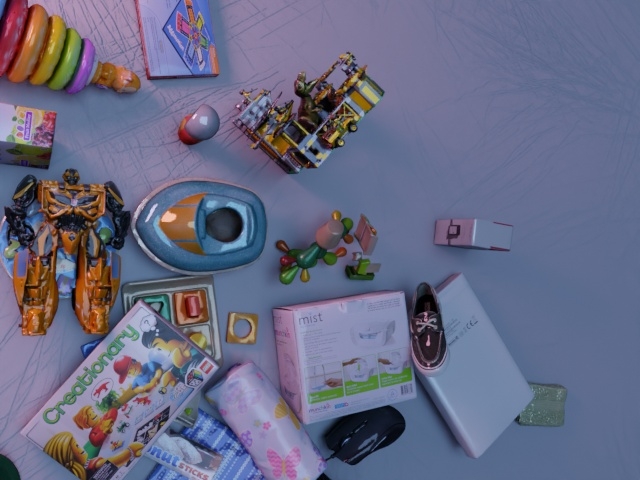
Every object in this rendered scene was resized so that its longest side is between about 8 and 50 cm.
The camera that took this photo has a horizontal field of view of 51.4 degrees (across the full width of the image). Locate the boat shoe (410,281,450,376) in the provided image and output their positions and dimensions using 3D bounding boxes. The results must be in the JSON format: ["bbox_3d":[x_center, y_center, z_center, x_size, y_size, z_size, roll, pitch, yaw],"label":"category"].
[{"bbox_3d":[0.220,0.181,1.386,0.078,0.219,0.070,-12,130,13],"label":"boat shoe"}]

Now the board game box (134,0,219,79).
[{"bbox_3d":[-0.295,-0.466,1.331,0.145,0.027,0.281,-9,90,-23],"label":"board game box"}]

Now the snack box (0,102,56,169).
[{"bbox_3d":[-0.559,-0.179,1.113,0.207,0.174,0.070,7,80,-23],"label":"snack box"}]

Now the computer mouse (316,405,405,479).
[{"bbox_3d":[0.089,0.431,1.365,0.262,0.184,0.060,-19,134,-24],"label":"computer mouse"}]

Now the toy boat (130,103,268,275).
[{"bbox_3d":[-0.228,-0.092,1.270,0.268,0.148,0.318,-5,89,-24],"label":"toy boat"}]

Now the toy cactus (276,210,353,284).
[{"bbox_3d":[0.000,0.000,1.359,0.219,0.180,0.112,-29,78,-28],"label":"toy cactus"}]

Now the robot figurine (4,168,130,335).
[{"bbox_3d":[-0.437,0.019,1.160,0.211,0.085,0.290,2,90,-28],"label":"robot figurine"}]

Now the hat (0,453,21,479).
[{"bbox_3d":[-0.649,0.445,1.116,0.208,0.184,0.172,-17,104,-66],"label":"hat"}]

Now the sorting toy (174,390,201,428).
[{"bbox_3d":[-0.269,0.311,1.287,0.083,0.045,0.075,35,65,-16],"label":"sorting toy"}]

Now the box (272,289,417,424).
[{"bbox_3d":[0.051,0.234,1.386,0.262,0.127,0.231,-8,89,-25],"label":"box"}]

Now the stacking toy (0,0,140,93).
[{"bbox_3d":[-0.467,-0.329,1.196,0.302,0.175,0.165,18,79,-36],"label":"stacking toy"}]

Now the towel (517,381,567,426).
[{"bbox_3d":[0.552,0.410,1.655,0.148,0.027,0.110,10,83,-23],"label":"towel"}]

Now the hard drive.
[{"bbox_3d":[0.333,0.284,1.534,0.233,0.047,0.353,-35,97,-28],"label":"hard drive"}]

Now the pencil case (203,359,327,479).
[{"bbox_3d":[-0.108,0.365,1.281,0.124,0.113,0.273,-39,85,10],"label":"pencil case"}]

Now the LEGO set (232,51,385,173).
[{"bbox_3d":[-0.045,-0.267,1.294,0.192,0.331,0.255,42,92,-14],"label":"LEGO set"}]

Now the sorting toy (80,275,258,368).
[{"bbox_3d":[-0.280,0.168,1.285,0.348,0.047,0.195,-6,89,-25],"label":"sorting toy"}]

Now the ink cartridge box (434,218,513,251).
[{"bbox_3d":[0.348,-0.013,1.524,0.109,0.150,0.063,8,87,-24],"label":"ink cartridge box"}]

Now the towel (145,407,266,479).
[{"bbox_3d":[-0.174,0.522,1.289,0.336,0.040,0.243,38,71,-8],"label":"towel"}]

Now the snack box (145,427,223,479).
[{"bbox_3d":[-0.276,0.398,1.259,0.178,0.022,0.064,28,71,-3],"label":"snack box"}]

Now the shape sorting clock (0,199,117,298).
[{"bbox_3d":[-0.475,0.004,1.212,0.206,0.040,0.206,2,86,-24],"label":"shape sorting clock"}]

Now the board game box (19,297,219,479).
[{"bbox_3d":[-0.357,0.282,1.204,0.193,0.053,0.305,42,82,-10],"label":"board game box"}]

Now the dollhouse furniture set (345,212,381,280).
[{"bbox_3d":[0.104,0.021,1.420,0.059,0.076,0.151,1,129,-22],"label":"dollhouse furniture set"}]
